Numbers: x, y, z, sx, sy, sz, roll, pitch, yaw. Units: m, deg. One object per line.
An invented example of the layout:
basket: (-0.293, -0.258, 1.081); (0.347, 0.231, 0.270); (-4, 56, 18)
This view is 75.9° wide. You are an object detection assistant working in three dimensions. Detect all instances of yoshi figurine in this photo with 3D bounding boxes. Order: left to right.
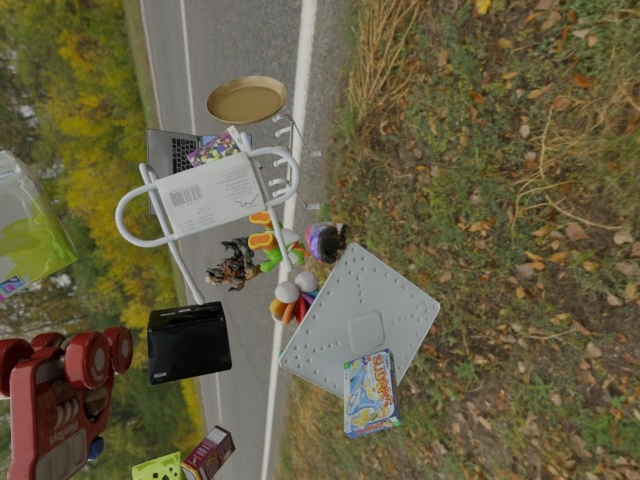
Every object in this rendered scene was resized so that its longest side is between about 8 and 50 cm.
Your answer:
yoshi figurine: (-0.187, 0.016, 1.648); (0.203, 0.203, 0.362); (46, -179, 29)

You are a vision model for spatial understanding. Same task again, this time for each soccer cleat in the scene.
soccer cleat: (0.000, 0.000, 1.185); (0.318, 0.117, 0.108); (-37, -49, -76)

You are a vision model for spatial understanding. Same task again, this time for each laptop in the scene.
laptop: (-0.415, 0.309, 1.297); (0.264, 0.235, 0.136); (-151, 57, -68)
laptop: (-0.549, -0.311, 1.898); (0.237, 0.408, 0.381); (3, 96, 41)

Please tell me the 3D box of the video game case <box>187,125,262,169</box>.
video game case: (-0.388, -0.318, 1.667); (0.210, 0.232, 0.042); (57, -179, 4)

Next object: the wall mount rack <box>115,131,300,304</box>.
wall mount rack: (-0.198, -0.039, 0.824); (0.130, 0.350, 0.303); (-172, 62, -79)

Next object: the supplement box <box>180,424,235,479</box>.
supplement box: (-0.420, 0.816, 1.552); (0.081, 0.188, 0.104); (10, 123, 31)

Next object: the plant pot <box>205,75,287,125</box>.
plant pot: (-0.212, -0.403, 1.193); (0.236, 0.237, 0.032); (57, 164, 35)

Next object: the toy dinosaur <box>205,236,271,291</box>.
toy dinosaur: (-0.339, 0.101, 1.734); (0.165, 0.322, 0.218); (-11, 88, 27)

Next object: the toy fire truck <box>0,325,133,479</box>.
toy fire truck: (-0.463, 0.296, 0.756); (0.302, 0.170, 0.253); (126, 139, -80)

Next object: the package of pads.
package of pads: (-0.646, -0.012, 0.816); (0.101, 0.229, 0.296); (41, 149, 21)

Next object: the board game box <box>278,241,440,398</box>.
board game box: (0.124, 0.262, 1.198); (0.390, 0.389, 0.050); (35, 172, -23)

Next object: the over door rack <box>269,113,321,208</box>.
over door rack: (-0.093, -0.255, 1.422); (0.324, 0.108, 0.239); (28, -118, -68)

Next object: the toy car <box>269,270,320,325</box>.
toy car: (-0.060, 0.198, 1.274); (0.136, 0.182, 0.159); (42, 139, 29)

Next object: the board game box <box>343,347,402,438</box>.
board game box: (0.126, 0.378, 1.029); (0.035, 0.136, 0.201); (56, -160, -28)

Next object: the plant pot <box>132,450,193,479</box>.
plant pot: (-0.598, 0.998, 1.666); (0.228, 0.227, 0.207); (58, -168, -59)
